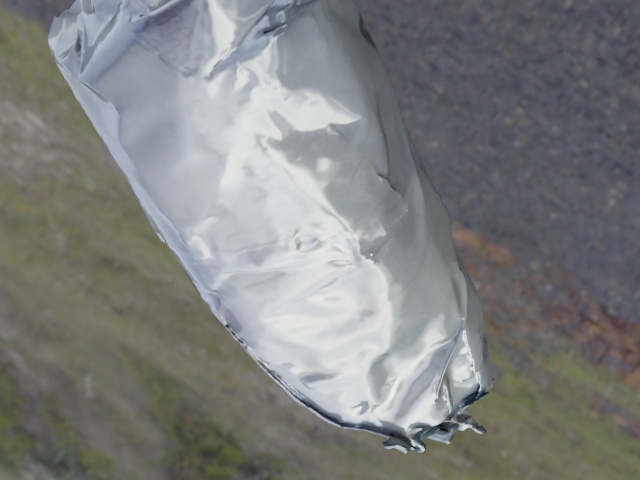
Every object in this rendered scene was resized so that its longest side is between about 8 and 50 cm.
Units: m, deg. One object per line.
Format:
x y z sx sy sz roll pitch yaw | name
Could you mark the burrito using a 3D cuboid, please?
0.000 0.000 0.813 0.445 0.139 0.101 60 -174 -46 | burrito
